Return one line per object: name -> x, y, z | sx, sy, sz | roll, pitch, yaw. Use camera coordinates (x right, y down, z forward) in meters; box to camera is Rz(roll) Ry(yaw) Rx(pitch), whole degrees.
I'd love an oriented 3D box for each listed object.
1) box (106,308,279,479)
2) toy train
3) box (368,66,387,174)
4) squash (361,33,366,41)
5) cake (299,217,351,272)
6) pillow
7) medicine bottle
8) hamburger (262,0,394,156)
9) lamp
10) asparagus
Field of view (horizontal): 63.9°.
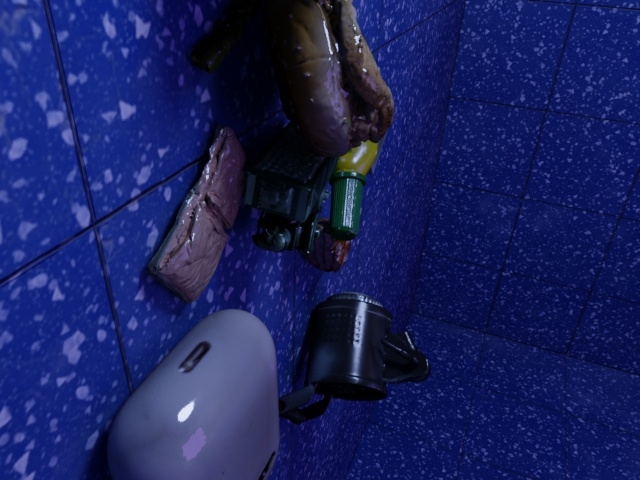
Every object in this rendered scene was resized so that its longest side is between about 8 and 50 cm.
box -> -0.160, 0.290, 0.733 | 0.288, 0.141, 0.349 | -54, 152, -52
toy train -> -0.034, -0.088, 0.833 | 0.269, 0.115, 0.154 | -64, 169, -55
box -> 0.106, -0.283, 1.237 | 0.243, 0.067, 0.155 | 58, 47, -67
squash -> 0.042, -0.382, 0.962 | 0.219, 0.068, 0.077 | -3, 101, -73
cake -> 0.006, 0.002, 1.096 | 0.287, 0.098, 0.135 | 15, 89, -73
pillow -> -0.149, -0.035, 0.691 | 0.126, 0.043, 0.232 | 78, 28, -64
medicine bottle -> 0.055, -0.146, 1.010 | 0.076, 0.111, 0.308 | 62, 30, -60
hamburger -> 0.003, -0.241, 0.712 | 0.286, 0.146, 0.243 | -104, 174, -58
lamp -> 0.062, 0.269, 1.279 | 0.205, 0.374, 0.272 | 60, 14, -57
asparagus -> -0.110, -0.269, 0.640 | 0.030, 0.036, 0.165 | 94, 17, -59
